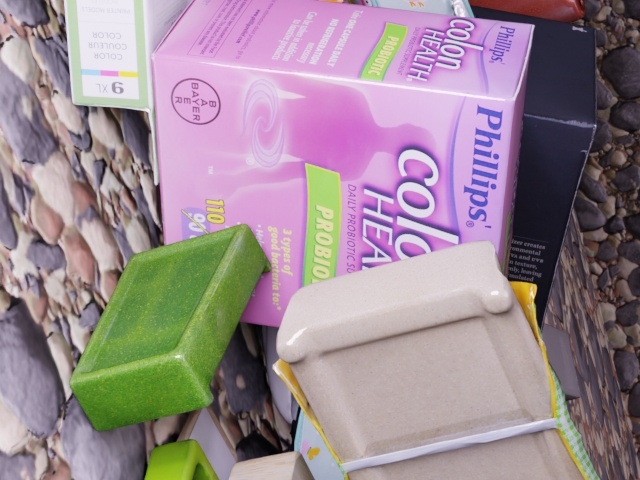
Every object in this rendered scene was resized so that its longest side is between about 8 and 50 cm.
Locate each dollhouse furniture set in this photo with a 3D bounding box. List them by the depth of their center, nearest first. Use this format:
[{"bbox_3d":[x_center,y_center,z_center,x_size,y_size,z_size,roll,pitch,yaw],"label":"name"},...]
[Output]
[{"bbox_3d":[0.023,0.092,0.895,0.197,0.301,0.151,64,24,-25],"label":"dollhouse furniture set"}]

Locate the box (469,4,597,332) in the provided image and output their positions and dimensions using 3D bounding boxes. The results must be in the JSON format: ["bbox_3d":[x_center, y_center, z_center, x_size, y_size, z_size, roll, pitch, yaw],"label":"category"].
[{"bbox_3d":[0.201,-0.081,1.581,0.296,0.183,0.294,-71,172,-60],"label":"box"}]

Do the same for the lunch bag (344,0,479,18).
[{"bbox_3d":[0.056,-0.247,1.367,0.279,0.108,0.224,40,-24,59],"label":"lunch bag"}]

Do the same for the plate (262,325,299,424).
[{"bbox_3d":[0.000,0.000,1.226,0.278,0.045,0.277,-22,115,-72],"label":"plate"}]

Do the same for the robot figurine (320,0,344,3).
[{"bbox_3d":[-0.061,-0.316,1.225,0.211,0.085,0.291,-18,86,-86],"label":"robot figurine"}]

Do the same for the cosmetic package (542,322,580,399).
[{"bbox_3d":[0.262,0.171,1.831,0.238,0.127,0.107,32,47,-67],"label":"cosmetic package"}]

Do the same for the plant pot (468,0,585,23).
[{"bbox_3d":[0.188,-0.346,1.760,0.272,0.265,0.272,-14,90,-71],"label":"plant pot"}]

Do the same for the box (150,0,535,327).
[{"bbox_3d":[0.017,-0.047,0.971,0.117,0.243,0.213,-68,163,-54],"label":"box"}]

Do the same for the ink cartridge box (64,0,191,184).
[{"bbox_3d":[-0.132,-0.156,0.964,0.109,0.062,0.209,-63,155,-63],"label":"ink cartridge box"}]

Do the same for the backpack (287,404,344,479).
[{"bbox_3d":[0.053,0.159,1.122,0.188,0.144,0.166,-10,109,-64],"label":"backpack"}]
